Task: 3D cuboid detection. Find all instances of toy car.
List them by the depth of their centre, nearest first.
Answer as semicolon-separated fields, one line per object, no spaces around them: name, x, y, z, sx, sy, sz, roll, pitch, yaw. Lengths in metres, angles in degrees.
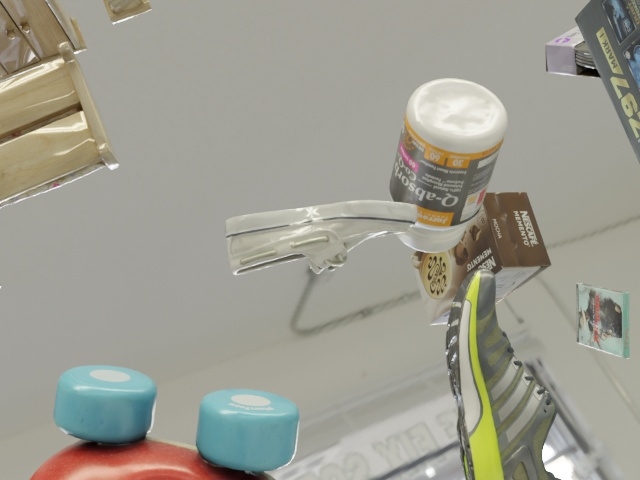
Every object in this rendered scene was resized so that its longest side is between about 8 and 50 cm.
toy car;-0.125;0.219;0.614;0.210;0.219;0.238;9;5;6

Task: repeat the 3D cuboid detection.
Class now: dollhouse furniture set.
dollhouse furniture set;-0.281;-0.131;1.053;0.303;0.356;0.174;-22;-18;-3

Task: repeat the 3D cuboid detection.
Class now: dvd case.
dvd case;0.381;0.106;1.293;0.013;0.087;0.119;-3;5;-13

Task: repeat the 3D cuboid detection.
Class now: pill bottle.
pill bottle;0.202;-0.117;1.580;0.162;0.162;0.278;-20;-36;-22

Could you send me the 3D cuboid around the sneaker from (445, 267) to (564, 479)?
sneaker;0.226;0.182;1.180;0.121;0.300;0.111;-6;-3;-2

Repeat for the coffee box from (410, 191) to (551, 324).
coffee box;0.320;0.041;1.954;0.119;0.168;0.297;-2;-24;-26

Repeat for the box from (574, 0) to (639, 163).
box;0.253;-0.078;0.571;0.059;0.233;0.183;-19;-9;-11

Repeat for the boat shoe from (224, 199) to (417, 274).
boat shoe;0.000;0.000;1.280;0.267;0.088;0.096;-6;-7;10

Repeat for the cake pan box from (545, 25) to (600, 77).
cake pan box;0.605;-0.381;1.850;0.267;0.245;0.070;-31;-60;-32
